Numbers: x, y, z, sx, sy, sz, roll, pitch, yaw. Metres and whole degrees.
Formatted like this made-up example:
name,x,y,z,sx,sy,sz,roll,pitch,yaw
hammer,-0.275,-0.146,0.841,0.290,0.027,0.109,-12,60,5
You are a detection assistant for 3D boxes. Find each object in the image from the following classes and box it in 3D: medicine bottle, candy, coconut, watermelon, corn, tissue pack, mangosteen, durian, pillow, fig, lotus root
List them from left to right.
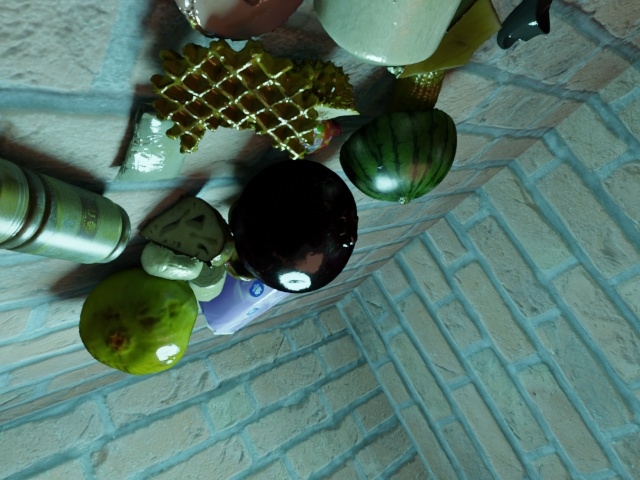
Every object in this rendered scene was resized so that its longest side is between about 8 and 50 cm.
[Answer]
name,x,y,z,sx,sy,sz,roll,pitch,yaw
medicine bottle,-0.526,-0.045,0.888,0.151,0.151,0.322,-33,163,9
fig,-0.528,0.223,1.395,0.343,0.344,0.343,-27,163,-9
pillow,-0.331,-0.197,0.956,0.148,0.050,0.229,-9,156,-41
lotus root,-0.338,-0.029,1.209,0.170,0.260,0.074,-64,159,1
tissue pack,-0.292,0.165,1.705,0.338,0.242,0.160,-36,160,17
mangosteen,-0.104,-0.040,1.315,0.434,0.383,0.382,-1,178,30
durian,-0.056,-0.305,0.972,0.249,0.183,0.138,-22,125,-14
candy,0.044,-0.294,1.218,0.365,0.124,0.124,-21,162,-50
coconut,0.109,-0.411,0.757,0.237,0.238,0.266,-22,154,-25
watermelon,0.229,-0.205,1.257,0.330,0.190,0.331,-20,164,-6
corn,0.250,-0.380,1.255,0.131,0.131,0.344,-26,160,-11

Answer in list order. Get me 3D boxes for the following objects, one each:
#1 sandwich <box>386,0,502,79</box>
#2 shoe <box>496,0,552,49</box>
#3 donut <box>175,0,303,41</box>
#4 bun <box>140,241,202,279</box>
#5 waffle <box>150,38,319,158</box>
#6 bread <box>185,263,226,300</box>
name,x,y,z,sx,sy,sz,roll,pitch,yaw
sandwich,0.243,-0.450,0.990,0.227,0.155,0.198,-38,161,24
shoe,0.582,-0.599,1.234,0.108,0.093,0.241,-17,157,-39
donut,-0.117,-0.395,0.684,0.232,0.085,0.199,-18,158,-36
bun,-0.421,0.046,1.328,0.188,0.164,0.111,10,112,-41
waffle,-0.146,-0.244,0.807,0.292,0.069,0.260,2,151,-4
bread,-0.391,0.119,1.572,0.133,0.148,0.141,15,149,-9
